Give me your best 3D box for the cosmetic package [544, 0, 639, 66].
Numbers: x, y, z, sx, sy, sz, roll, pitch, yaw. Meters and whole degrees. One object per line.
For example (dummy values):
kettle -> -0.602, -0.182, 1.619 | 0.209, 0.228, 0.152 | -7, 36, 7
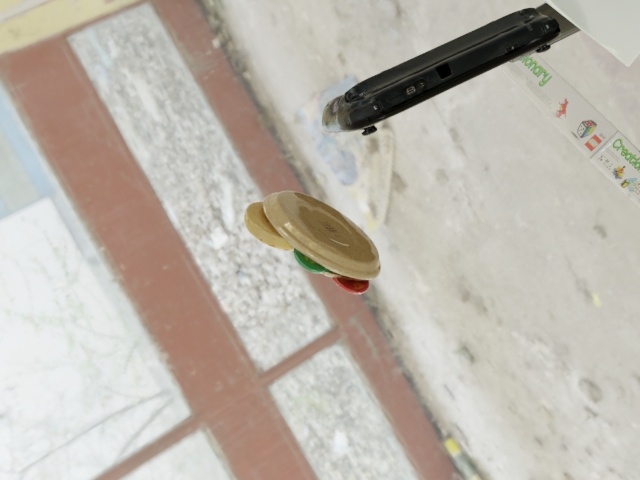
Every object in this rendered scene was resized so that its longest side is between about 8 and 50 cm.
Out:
cosmetic package -> 0.158, -0.306, 0.437 | 0.284, 0.377, 0.097 | 40, 158, 10

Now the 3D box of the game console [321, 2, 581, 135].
game console -> 0.163, -0.170, 0.751 | 0.044, 0.361, 0.213 | 65, 167, -5

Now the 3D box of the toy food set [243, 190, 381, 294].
toy food set -> 0.000, 0.000, 0.510 | 0.082, 0.083, 0.020 | 38, 110, 14

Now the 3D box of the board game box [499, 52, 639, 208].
board game box -> 0.363, -0.160, 1.209 | 0.193, 0.053, 0.305 | 32, -159, -35
